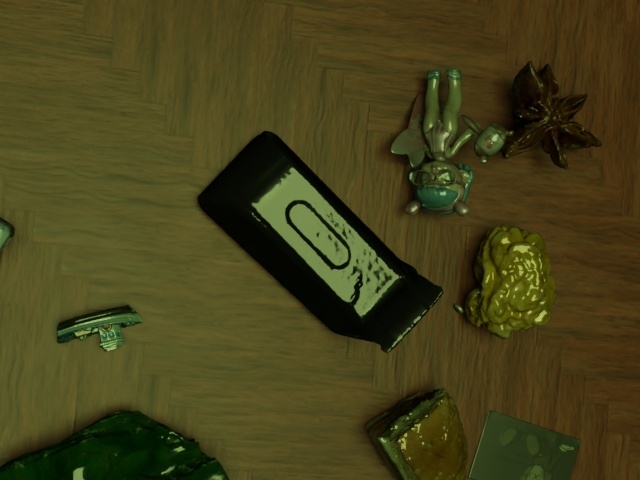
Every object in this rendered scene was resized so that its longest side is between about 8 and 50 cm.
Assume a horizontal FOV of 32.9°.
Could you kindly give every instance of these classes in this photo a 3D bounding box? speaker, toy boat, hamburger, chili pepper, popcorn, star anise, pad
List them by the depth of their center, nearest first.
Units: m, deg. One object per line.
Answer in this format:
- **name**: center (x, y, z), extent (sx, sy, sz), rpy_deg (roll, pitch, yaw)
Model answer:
- **chili pepper**: center (-0.334, 0.389, 1.701), extent (0.385, 0.167, 0.213), rpy_deg (-14, 93, -14)
- **toy boat**: center (-0.357, 0.148, 1.756), extent (0.140, 0.059, 0.066), rpy_deg (-15, 80, -14)
- **speaker**: center (0.000, 0.000, 1.782), extent (0.388, 0.184, 0.180), rpy_deg (44, 80, -7)
- **hamburger**: center (0.192, 0.370, 1.840), extent (0.155, 0.135, 0.207), rpy_deg (-28, 97, -11)
- **popcorn**: center (0.342, 0.077, 1.884), extent (0.163, 0.140, 0.194), rpy_deg (20, 86, -6)
- **star anise**: center (0.395, -0.220, 1.919), extent (0.213, 0.111, 0.196), rpy_deg (-10, 96, -21)
- **pad**: center (0.368, 0.392, 1.946), extent (0.190, 0.004, 0.127), rpy_deg (19, 84, -11)

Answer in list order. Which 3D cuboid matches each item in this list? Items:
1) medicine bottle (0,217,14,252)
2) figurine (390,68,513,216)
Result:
- **medicine bottle**: center (-0.579, -0.030, 1.681), extent (0.188, 0.119, 0.094), rpy_deg (33, 85, -11)
- **figurine**: center (0.231, -0.168, 1.874), extent (0.205, 0.103, 0.260), rpy_deg (1, 83, 12)
